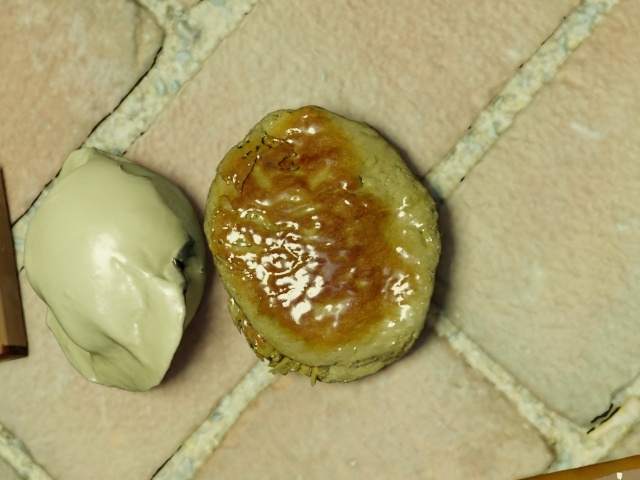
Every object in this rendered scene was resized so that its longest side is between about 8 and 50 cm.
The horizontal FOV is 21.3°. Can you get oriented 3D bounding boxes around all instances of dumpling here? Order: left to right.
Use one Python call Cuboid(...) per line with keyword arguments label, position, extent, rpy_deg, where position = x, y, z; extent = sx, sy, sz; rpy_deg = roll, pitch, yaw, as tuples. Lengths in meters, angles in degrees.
Cuboid(label="dumpling", position=(-0.153, 0.022, 1.204), extent=(0.176, 0.092, 0.150), rpy_deg=(43, 110, 10))

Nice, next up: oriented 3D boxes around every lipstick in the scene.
Cuboid(label="lipstick", position=(-0.250, 0.017, 1.249), extent=(0.045, 0.045, 0.145), rpy_deg=(-12, 82, 16))

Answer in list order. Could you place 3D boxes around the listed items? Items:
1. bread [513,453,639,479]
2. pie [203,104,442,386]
Cuboid(label="bread", position=(0.207, 0.181, 1.103), extent=(0.226, 0.049, 0.088), rpy_deg=(-12, 81, 13))
Cuboid(label="pie", position=(0.000, 0.000, 1.167), extent=(0.163, 0.079, 0.193), rpy_deg=(-31, 78, 7))
